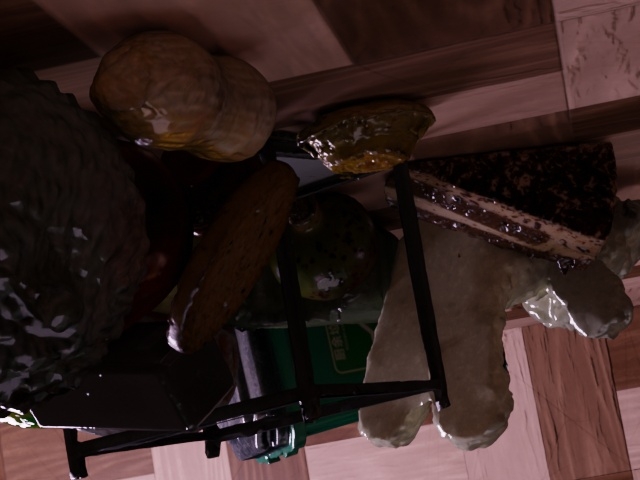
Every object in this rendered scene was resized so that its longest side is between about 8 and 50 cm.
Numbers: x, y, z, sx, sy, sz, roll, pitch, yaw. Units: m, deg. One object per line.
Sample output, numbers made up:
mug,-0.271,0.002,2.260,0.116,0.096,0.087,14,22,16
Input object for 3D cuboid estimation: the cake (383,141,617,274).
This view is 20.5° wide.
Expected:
cake,0.203,-0.071,1.934,0.246,0.135,0.112,20,155,0

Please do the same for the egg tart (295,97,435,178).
egg tart,0.044,-0.092,1.620,0.130,0.052,0.130,-12,169,-2

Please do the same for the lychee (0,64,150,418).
lychee,-0.253,-0.004,1.240,0.255,0.255,0.274,-1,-162,-40

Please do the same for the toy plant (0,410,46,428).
toy plant,-0.396,0.082,1.877,0.316,0.184,0.224,19,179,-27

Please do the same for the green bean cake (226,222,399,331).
green bean cake,-0.018,0.049,2.163,0.227,0.125,0.222,-10,173,16

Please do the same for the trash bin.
trash bin,0.036,0.155,2.456,0.381,0.259,0.295,-10,171,-17

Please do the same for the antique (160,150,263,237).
antique,-0.096,-0.049,1.588,0.104,0.104,0.104,-9,170,-2

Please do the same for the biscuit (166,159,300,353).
biscuit,-0.077,0.013,1.519,0.027,0.188,0.188,30,176,11

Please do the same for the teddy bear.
teddy bear,0.259,0.088,2.109,0.362,0.375,0.327,18,163,-41

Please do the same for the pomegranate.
pomegranate,0.004,0.006,1.942,0.130,0.130,0.130,-9,170,-2

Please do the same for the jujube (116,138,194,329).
jujube,-0.250,0.025,1.539,0.223,0.223,0.318,0,161,-45

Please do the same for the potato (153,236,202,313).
potato,-0.184,0.035,2.019,0.188,0.105,0.085,6,-159,-47

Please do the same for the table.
table,-0.083,0.071,1.779,0.335,0.272,0.222,-18,168,39

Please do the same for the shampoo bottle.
shampoo bottle,-0.200,0.128,1.666,0.246,0.079,0.080,-3,-149,40

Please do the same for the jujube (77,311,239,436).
jujube,-0.244,0.133,2.169,0.246,0.215,0.308,21,-178,25

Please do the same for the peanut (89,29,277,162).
peanut,-0.096,-0.105,1.302,0.087,0.087,0.207,-14,171,23
